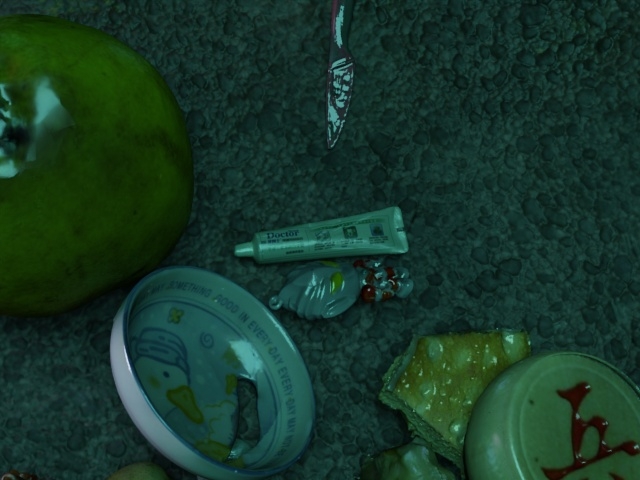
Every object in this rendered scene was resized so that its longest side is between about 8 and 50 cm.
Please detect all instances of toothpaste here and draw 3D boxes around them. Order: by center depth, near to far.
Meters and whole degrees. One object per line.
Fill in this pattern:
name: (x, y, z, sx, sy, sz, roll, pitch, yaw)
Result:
toothpaste: (0.000, 0.000, 1.938, 0.218, 0.041, 0.064, -8, 70, -10)

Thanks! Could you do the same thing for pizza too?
pizza: (0.165, 0.170, 1.892, 0.188, 0.080, 0.204, 38, 65, -18)

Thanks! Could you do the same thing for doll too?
doll: (0.024, 0.058, 1.909, 0.180, 0.079, 0.094, -9, 46, -13)

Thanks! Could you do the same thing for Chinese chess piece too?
Chinese chess piece: (0.288, 0.252, 1.825, 0.249, 0.103, 0.250, 11, 64, -24)

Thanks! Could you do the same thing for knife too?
knife: (0.028, -0.235, 2.009, 0.035, 0.018, 0.247, 5, 78, -6)

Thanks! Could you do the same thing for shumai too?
shumai: (0.092, 0.320, 1.802, 0.205, 0.166, 0.176, -11, 72, -9)

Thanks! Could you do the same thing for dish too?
dish: (-0.149, 0.178, 1.821, 0.273, 0.134, 0.273, 28, 41, -27)

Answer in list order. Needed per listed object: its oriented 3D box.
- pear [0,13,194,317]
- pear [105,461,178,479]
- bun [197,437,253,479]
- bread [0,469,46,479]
pear: (-0.318, -0.086, 1.758, 0.352, 0.413, 0.352, -3, 64, 7)
pear: (-0.188, 0.334, 1.780, 0.167, 0.167, 0.137, 29, 79, 3)
bun: (-0.108, 0.272, 1.856, 0.083, 0.045, 0.083, 0, 80, -3)
bread: (-0.344, 0.366, 1.720, 0.142, 0.224, 0.212, 16, 99, -12)
